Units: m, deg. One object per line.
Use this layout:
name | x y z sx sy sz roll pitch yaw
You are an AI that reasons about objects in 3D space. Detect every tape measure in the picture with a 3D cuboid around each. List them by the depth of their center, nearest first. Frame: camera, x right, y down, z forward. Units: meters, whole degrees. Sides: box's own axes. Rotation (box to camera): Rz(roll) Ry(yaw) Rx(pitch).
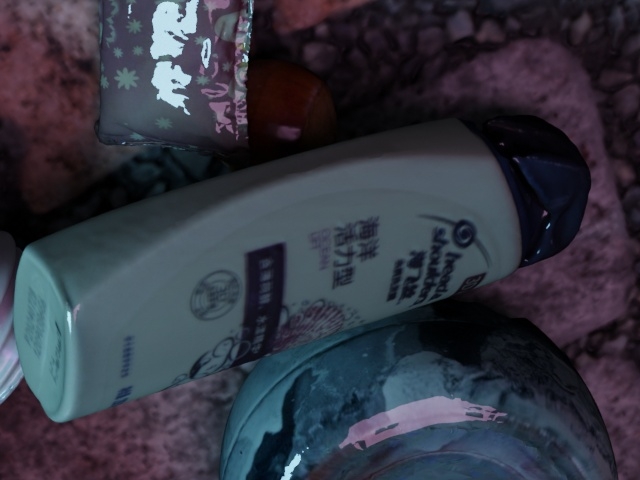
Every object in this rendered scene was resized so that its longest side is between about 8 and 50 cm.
tape measure | 0.058 0.164 1.246 0.256 0.147 0.275 13 116 -18

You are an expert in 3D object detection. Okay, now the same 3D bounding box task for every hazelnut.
hazelnut | -0.029 -0.068 1.148 0.086 0.086 0.086 -6 117 -12

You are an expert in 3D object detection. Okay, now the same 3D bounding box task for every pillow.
pillow | -0.086 -0.129 1.096 0.118 0.043 0.185 14 118 25

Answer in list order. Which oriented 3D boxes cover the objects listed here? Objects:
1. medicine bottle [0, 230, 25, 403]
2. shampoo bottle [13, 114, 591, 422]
medicine bottle | -0.307 -0.016 1.075 0.324 0.124 0.179 34 105 -25
shampoo bottle | 0.000 0.000 1.120 0.359 0.078 0.134 -16 138 -27
